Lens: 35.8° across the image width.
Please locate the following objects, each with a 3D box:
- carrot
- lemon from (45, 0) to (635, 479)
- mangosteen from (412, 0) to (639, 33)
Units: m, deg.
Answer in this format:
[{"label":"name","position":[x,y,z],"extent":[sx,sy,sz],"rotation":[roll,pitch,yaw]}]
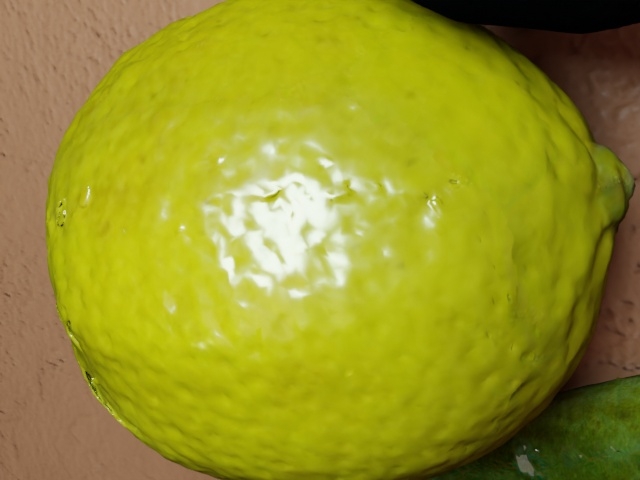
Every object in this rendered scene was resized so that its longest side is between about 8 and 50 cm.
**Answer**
[{"label":"carrot","position":[0.194,0.103,0.534],"extent":[0.358,0.074,0.074],"rotation":[-12,103,32]},{"label":"lemon","position":[0.000,0.001,0.481],"extent":[0.267,0.267,0.267],"rotation":[9,113,23]},{"label":"mangosteen","position":[0.085,-0.233,0.370],"extent":[0.275,0.275,0.302],"rotation":[-54,49,31]}]
